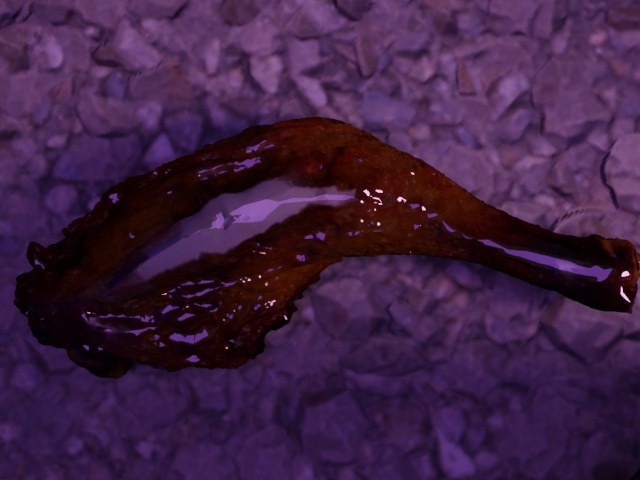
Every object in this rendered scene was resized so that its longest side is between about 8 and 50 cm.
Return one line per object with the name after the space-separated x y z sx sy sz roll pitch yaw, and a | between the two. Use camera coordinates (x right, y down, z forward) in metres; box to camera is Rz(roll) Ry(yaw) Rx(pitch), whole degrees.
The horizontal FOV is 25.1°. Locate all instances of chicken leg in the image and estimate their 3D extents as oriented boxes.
0.000 0.000 0.915 0.406 0.096 0.158 -5 88 5 | chicken leg

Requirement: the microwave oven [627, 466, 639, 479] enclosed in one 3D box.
0.277 0.243 0.697 0.247 0.394 0.333 -32 81 3 | microwave oven
